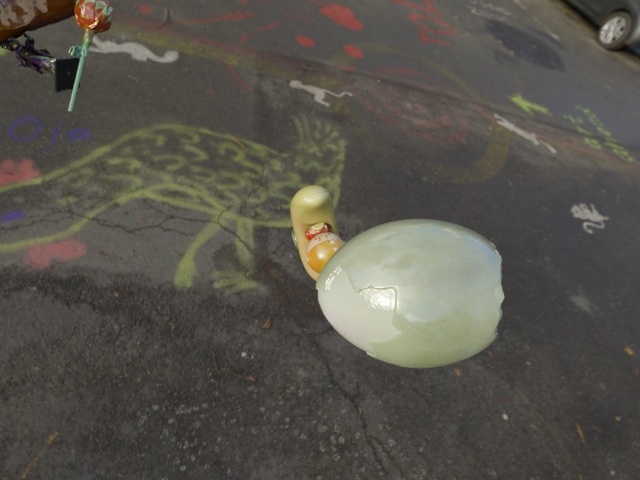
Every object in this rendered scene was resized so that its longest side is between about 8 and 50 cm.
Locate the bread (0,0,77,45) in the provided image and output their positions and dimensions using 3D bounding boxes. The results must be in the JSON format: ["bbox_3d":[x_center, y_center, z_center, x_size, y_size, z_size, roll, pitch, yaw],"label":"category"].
[{"bbox_3d":[-0.723,-0.593,0.853,0.143,0.332,0.323,23,56,25],"label":"bread"}]

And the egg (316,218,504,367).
[{"bbox_3d":[0.162,0.098,0.780,0.337,0.278,0.278,-3,47,5],"label":"egg"}]

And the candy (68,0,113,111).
[{"bbox_3d":[-0.560,-0.443,0.981,0.078,0.084,0.287,13,89,-22],"label":"candy"}]

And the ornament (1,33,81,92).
[{"bbox_3d":[-0.692,-0.453,1.004,0.203,0.081,0.088,33,31,0],"label":"ornament"}]

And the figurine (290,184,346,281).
[{"bbox_3d":[0.000,0.000,1.056,0.124,0.324,0.222,-16,53,-6],"label":"figurine"}]
